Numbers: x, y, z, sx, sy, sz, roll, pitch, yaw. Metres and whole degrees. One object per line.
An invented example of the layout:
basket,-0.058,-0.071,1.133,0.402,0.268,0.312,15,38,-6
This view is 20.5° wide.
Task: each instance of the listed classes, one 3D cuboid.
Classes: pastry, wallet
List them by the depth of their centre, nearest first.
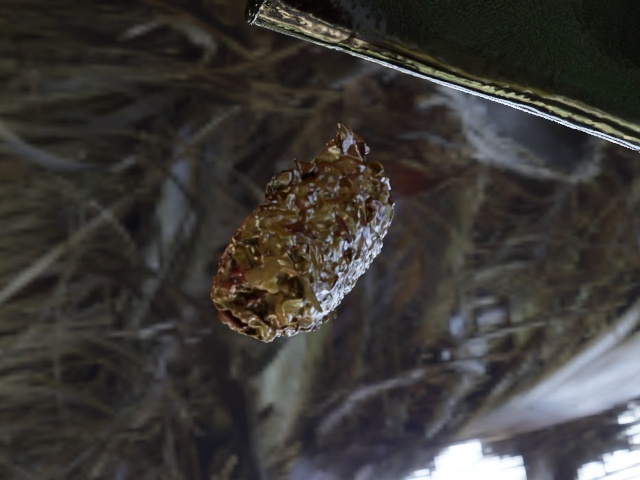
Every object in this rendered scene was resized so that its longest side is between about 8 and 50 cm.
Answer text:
pastry,-0.001,0.002,0.959,0.063,0.169,0.087,25,-56,14
wallet,0.126,-0.169,1.139,0.045,0.318,0.172,-118,-133,-68
